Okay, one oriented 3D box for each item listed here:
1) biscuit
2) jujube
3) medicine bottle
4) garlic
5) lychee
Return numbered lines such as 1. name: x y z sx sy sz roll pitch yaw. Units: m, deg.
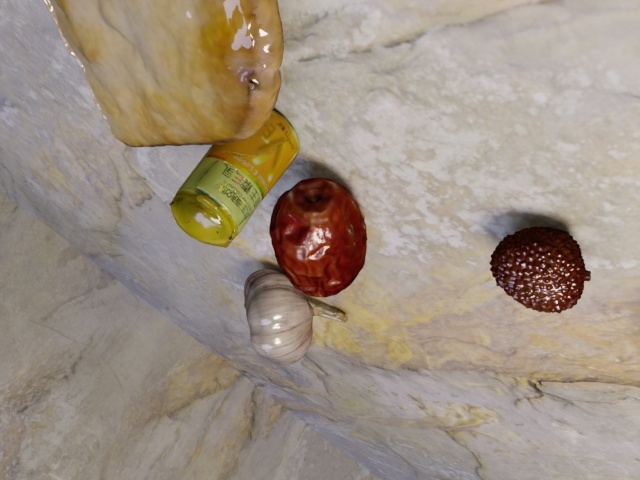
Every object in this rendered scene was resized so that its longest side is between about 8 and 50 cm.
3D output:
1. biscuit: -0.232 -0.322 0.744 0.447 0.104 0.429 7 131 39
2. jujube: 0.000 0.000 0.970 0.174 0.174 0.250 24 152 17
3. medicine bottle: -0.137 -0.101 0.880 0.124 0.238 0.124 23 153 13
4. garlic: -0.059 0.188 1.363 0.254 0.244 0.245 -6 149 -5
5. lychee: 0.304 0.039 0.769 0.129 0.123 0.123 3 140 39
